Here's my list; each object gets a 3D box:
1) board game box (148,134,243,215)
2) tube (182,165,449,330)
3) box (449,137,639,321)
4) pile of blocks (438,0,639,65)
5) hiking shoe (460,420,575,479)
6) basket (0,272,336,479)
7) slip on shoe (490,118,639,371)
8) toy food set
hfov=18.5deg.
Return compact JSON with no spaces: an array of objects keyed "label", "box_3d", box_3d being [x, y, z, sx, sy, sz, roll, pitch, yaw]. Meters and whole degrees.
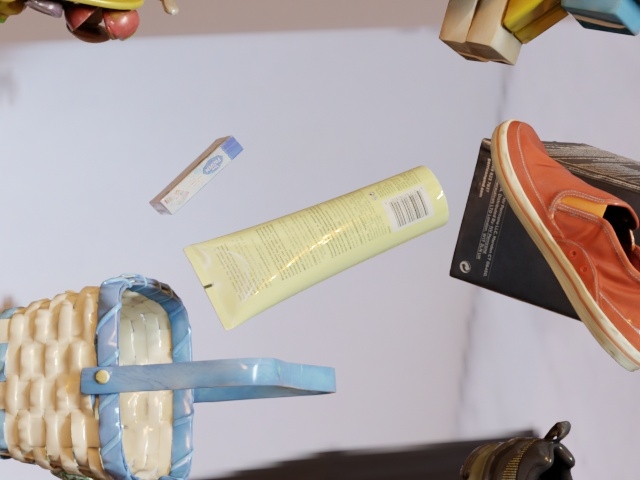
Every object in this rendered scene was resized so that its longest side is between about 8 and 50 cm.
[{"label":"board game box","box_3d":[-0.115,-0.059,1.812,0.020,0.090,0.090,49,-8,-8]},{"label":"tube","box_3d":[0.000,0.000,1.803,0.070,0.240,0.062,35,-36,60]},{"label":"box","box_3d":[0.359,0.002,2.338,0.296,0.294,0.182,-3,108,-58]},{"label":"pile of blocks","box_3d":[0.217,-0.232,1.234,0.113,0.362,0.149,27,27,-57]},{"label":"hiking shoe","box_3d":[0.170,0.249,1.429,0.114,0.086,0.227,-33,-111,54]},{"label":"basket","box_3d":[-0.149,0.134,1.812,0.255,0.289,0.201,25,58,-71]},{"label":"slip on shoe","box_3d":[0.278,-0.012,2.039,0.123,0.101,0.331,32,22,-47]},{"label":"toy food set","box_3d":[-0.259,-0.241,2.057,0.128,0.218,0.071,49,-54,58]}]
